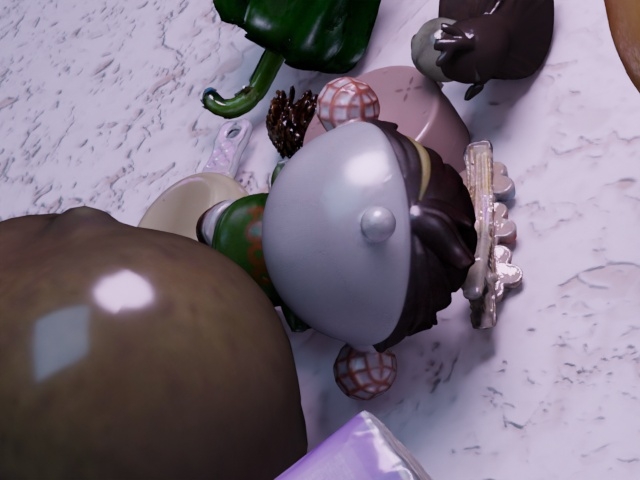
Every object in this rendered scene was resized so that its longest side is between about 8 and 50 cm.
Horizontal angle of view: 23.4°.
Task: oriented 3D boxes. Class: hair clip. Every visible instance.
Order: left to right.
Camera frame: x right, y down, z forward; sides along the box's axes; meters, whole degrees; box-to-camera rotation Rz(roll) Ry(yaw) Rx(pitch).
[{"bbox_3d":[0.146,-0.004,1.372,0.062,0.056,0.214,-9,40,15],"label":"hair clip"}]

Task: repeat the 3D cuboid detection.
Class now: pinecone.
[{"bbox_3d":[-0.016,-0.119,1.580,0.083,0.077,0.077,2,52,9],"label":"pinecone"}]

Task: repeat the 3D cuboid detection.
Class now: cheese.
[{"bbox_3d":[-0.118,-0.034,1.587,0.137,0.064,0.227,-4,51,33],"label":"cheese"}]

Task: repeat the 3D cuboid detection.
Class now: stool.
[{"bbox_3d":[0.143,-0.203,1.471,0.121,0.125,0.217,4,34,35],"label":"stool"}]

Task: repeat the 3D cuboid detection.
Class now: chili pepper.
[{"bbox_3d":[-0.032,-0.240,1.631,0.174,0.165,0.261,37,116,32],"label":"chili pepper"}]

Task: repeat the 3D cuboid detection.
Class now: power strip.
[{"bbox_3d":[0.065,-0.092,1.486,0.154,0.078,0.154,-22,41,20],"label":"power strip"}]

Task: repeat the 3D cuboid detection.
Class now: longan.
[{"bbox_3d":[-0.185,0.129,1.276,0.361,0.361,0.361,-21,44,22],"label":"longan"}]

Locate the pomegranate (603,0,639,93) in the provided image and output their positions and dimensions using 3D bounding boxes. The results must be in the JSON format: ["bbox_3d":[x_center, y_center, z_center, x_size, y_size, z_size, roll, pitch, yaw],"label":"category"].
[{"bbox_3d":[0.405,-0.220,1.140,0.411,0.411,0.411,-21,44,22],"label":"pomegranate"}]

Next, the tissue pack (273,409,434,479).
[{"bbox_3d":[-0.011,0.319,1.110,0.338,0.160,0.242,-37,50,2],"label":"tissue pack"}]

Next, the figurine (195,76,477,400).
[{"bbox_3d":[0.000,0.000,1.346,0.370,0.167,0.281,-8,85,59],"label":"figurine"}]
